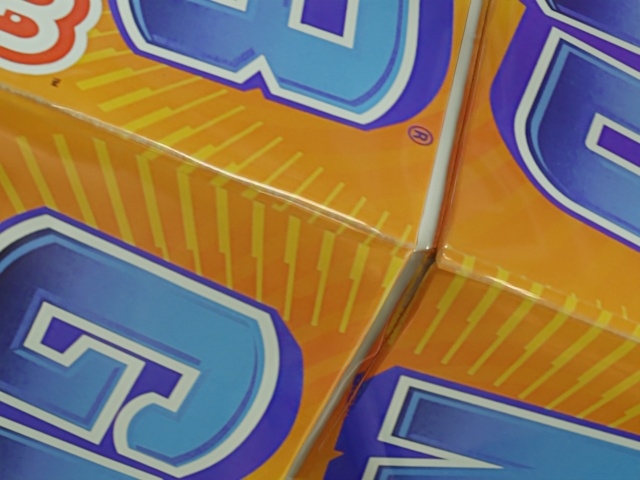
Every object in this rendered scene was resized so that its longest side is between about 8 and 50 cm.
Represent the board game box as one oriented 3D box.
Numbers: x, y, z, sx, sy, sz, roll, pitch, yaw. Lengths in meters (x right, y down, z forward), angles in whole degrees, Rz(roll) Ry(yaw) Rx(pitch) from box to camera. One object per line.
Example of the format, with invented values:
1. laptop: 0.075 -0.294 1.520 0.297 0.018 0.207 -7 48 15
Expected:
1. board game box: 0.000 0.000 0.759 0.356 0.356 0.356 -75 -171 -46
